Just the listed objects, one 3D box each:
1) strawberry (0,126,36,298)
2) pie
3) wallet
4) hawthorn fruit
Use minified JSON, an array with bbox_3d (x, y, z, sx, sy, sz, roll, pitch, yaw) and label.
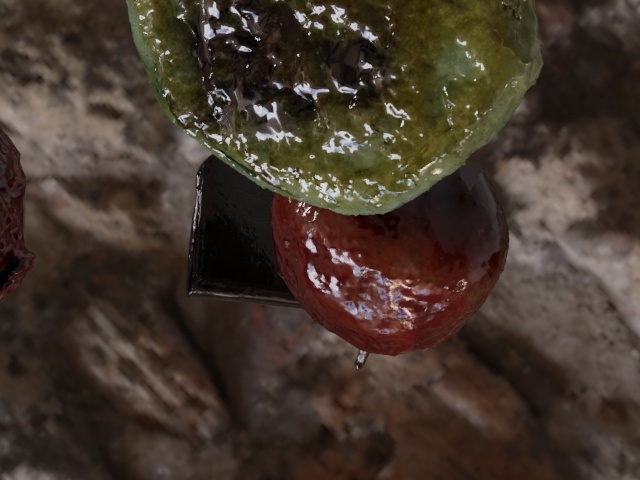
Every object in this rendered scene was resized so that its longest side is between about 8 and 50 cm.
[{"bbox_3d":[-0.428,-0.033,1.491,0.274,0.220,0.274,31,-140,-30],"label":"strawberry"},{"bbox_3d":[-0.002,-0.170,0.982,0.323,0.323,0.070,46,-158,9],"label":"pie"},{"bbox_3d":[0.000,0.000,1.660,0.318,0.172,0.045,10,168,-27],"label":"wallet"},{"bbox_3d":[0.066,0.021,1.406,0.230,0.210,0.266,18,132,16],"label":"hawthorn fruit"}]
